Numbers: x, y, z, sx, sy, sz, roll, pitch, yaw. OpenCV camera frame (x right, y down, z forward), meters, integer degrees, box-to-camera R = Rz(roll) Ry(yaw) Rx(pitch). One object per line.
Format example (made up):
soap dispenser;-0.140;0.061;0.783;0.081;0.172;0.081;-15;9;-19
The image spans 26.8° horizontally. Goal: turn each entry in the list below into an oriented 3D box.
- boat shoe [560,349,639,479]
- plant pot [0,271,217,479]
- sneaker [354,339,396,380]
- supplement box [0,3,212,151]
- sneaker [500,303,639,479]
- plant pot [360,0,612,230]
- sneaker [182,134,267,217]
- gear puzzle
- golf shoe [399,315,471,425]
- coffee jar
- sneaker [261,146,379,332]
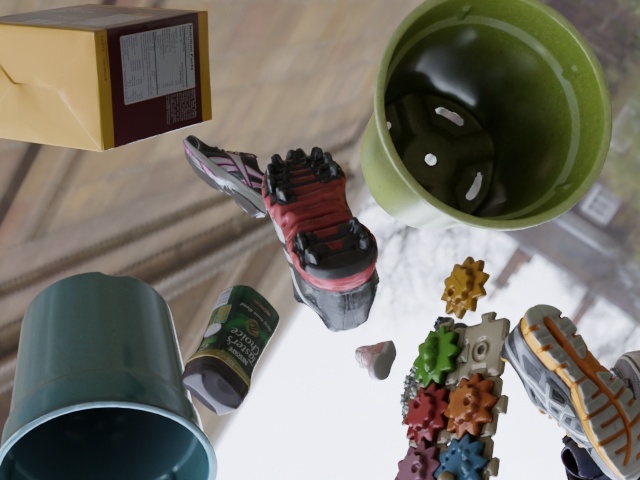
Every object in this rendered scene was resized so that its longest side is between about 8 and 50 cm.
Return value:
boat shoe;0.384;0.243;1.763;0.158;0.127;0.340;-11;-167;3
plant pot;-0.350;0.251;2.148;0.341;0.341;0.334;22;-147;-27
sneaker;0.092;0.227;2.482;0.134;0.070;0.051;-49;-55;-65
supplement box;-0.256;-0.190;1.518;0.191;0.129;0.194;10;-161;32
sneaker;0.278;0.173;1.471;0.084;0.083;0.215;-21;-107;-40
plant pot;0.162;-0.123;1.578;0.276;0.276;0.254;29;164;-7
sneaker;-0.137;-0.114;2.137;0.178;0.077;0.072;39;161;8
gear puzzle;0.168;0.170;1.710;0.044;0.339;0.175;26;153;-30
golf shoe;0.229;0.263;2.514;0.120;0.273;0.105;16;-138;-11
coffee jar;-0.129;0.158;1.938;0.096;0.079;0.184;46;-138;-24
sneaker;0.000;0.000;1.486;0.097;0.135;0.276;-14;-145;-7
